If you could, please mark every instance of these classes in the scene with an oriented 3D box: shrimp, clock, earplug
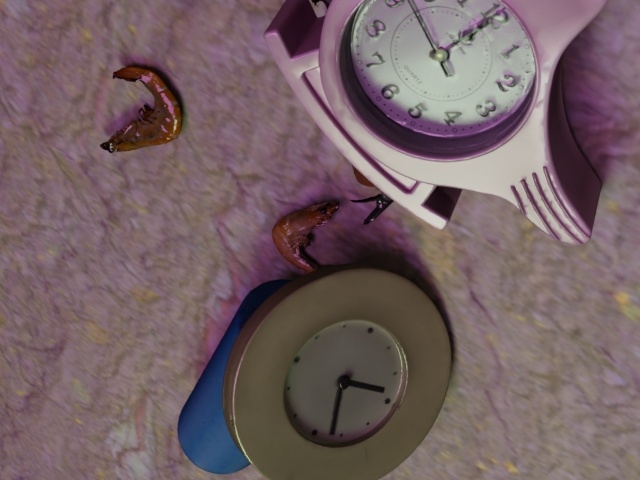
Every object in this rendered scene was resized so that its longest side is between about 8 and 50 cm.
[{"bbox_3d":[0.000,0.000,1.072,0.083,0.023,0.114,48,138,-8],"label":"shrimp"},{"bbox_3d":[0.142,-0.125,0.829,0.275,0.080,0.290,-28,113,35],"label":"clock"},{"bbox_3d":[-0.077,0.169,1.169,0.132,0.132,0.273,40,136,3],"label":"earplug"},{"bbox_3d":[-0.197,-0.131,1.107,0.127,0.025,0.091,-24,105,36],"label":"shrimp"},{"bbox_3d":[0.020,0.135,1.030,0.029,0.235,0.235,32,145,61],"label":"clock"}]

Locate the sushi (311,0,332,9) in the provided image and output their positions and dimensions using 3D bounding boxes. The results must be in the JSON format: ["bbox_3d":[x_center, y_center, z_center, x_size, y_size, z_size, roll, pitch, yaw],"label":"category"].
[{"bbox_3d":[0.097,-0.225,0.851,0.139,0.031,0.201,39,131,-5],"label":"sushi"}]

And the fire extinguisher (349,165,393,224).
[{"bbox_3d":[0.038,-0.101,0.958,0.050,0.062,0.177,-135,25,-64],"label":"fire extinguisher"}]
